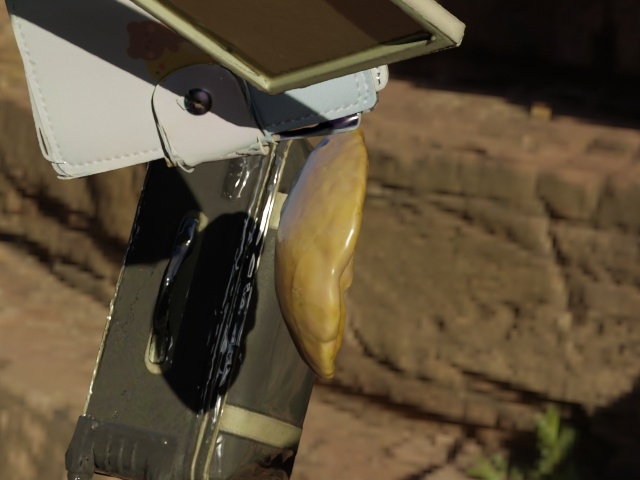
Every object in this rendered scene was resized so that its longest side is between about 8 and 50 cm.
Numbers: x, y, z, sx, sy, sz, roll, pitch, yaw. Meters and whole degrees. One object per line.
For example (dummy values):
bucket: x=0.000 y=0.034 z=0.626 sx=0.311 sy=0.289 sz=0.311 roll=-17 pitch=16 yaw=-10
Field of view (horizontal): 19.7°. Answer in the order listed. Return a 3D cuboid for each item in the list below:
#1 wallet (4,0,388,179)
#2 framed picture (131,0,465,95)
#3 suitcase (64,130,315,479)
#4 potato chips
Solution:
wallet: x=-0.081 y=-0.132 z=1.204 sx=0.231 sy=0.170 sz=0.069 roll=-12 pitch=18 yaw=10
framed picture: x=-0.071 y=-0.160 z=0.982 sx=0.260 sy=0.023 sz=0.189 roll=34 pitch=-22 yaw=-26
suitcase: x=-0.104 y=0.082 z=1.869 sx=0.194 sy=0.433 sz=0.283 roll=10 pitch=-8 yaw=16
potato chips: x=-0.001 y=0.001 z=1.354 sx=0.062 sy=0.208 sz=0.195 roll=6 pitch=-36 yaw=2
